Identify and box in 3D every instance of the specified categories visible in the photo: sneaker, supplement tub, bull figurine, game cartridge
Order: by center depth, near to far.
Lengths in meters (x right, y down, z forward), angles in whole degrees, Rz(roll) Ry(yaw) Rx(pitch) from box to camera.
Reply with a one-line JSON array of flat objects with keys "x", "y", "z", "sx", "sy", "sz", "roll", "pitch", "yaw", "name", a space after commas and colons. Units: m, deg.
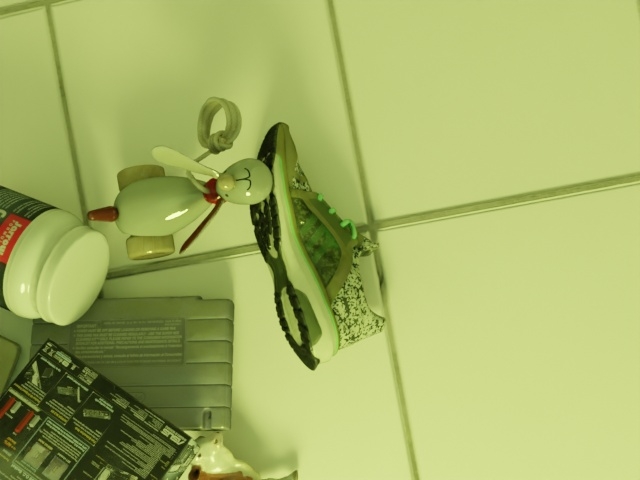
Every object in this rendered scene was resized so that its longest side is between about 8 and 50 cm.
[{"x": 0.000, "y": 0.000, "z": 1.592, "sx": 0.182, "sy": 0.158, "sz": 0.410, "roll": -12, "pitch": 87, "yaw": -22, "name": "sneaker"}, {"x": -0.516, "y": 0.017, "z": 1.606, "sx": 0.272, "sy": 0.191, "sz": 0.191, "roll": 20, "pitch": 94, "yaw": 16, "name": "supplement tub"}, {"x": -0.138, "y": 0.465, "z": 1.608, "sx": 0.189, "sy": 0.101, "sz": 0.310, "roll": 3, "pitch": 99, "yaw": 5, "name": "bull figurine"}, {"x": -0.324, "y": 0.211, "z": 1.633, "sx": 0.355, "sy": 0.068, "sz": 0.230, "roll": -2, "pitch": 70, "yaw": 9, "name": "game cartridge"}]

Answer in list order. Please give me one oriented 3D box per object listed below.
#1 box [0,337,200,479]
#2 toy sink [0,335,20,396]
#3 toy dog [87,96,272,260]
[{"x": -0.386, "y": 0.338, "z": 1.516, "sx": 0.307, "sy": 0.076, "sz": 0.242, "roll": 30, "pitch": 70, "yaw": 16, "name": "box"}, {"x": -0.679, "y": 0.215, "z": 1.679, "sx": 0.234, "sy": 0.131, "sz": 0.152, "roll": 24, "pitch": 95, "yaw": 8, "name": "toy sink"}, {"x": -0.248, "y": -0.071, "z": 1.543, "sx": 0.334, "sy": 0.161, "sz": 0.220, "roll": -40, "pitch": 70, "yaw": 35, "name": "toy dog"}]
